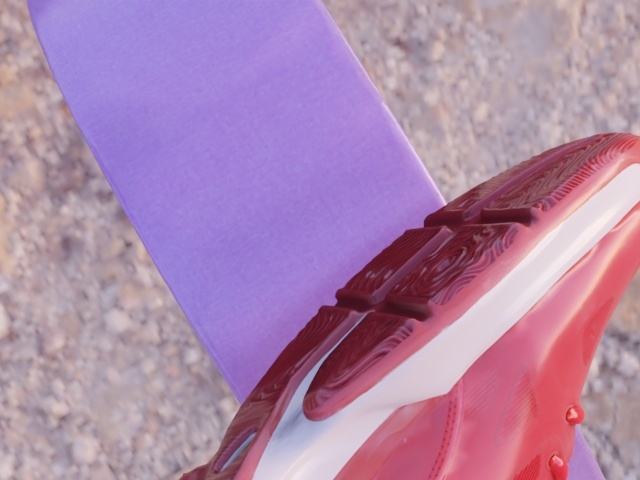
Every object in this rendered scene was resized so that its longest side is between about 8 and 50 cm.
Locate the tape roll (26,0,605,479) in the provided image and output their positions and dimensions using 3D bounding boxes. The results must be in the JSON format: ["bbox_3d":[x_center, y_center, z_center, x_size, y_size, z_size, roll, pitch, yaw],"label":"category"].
[{"bbox_3d":[0.000,0.000,0.667,0.090,0.275,0.275,-32,49,1],"label":"tape roll"}]

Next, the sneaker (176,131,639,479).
[{"bbox_3d":[0.037,0.081,0.471,0.221,0.128,0.087,-43,12,-10],"label":"sneaker"}]
